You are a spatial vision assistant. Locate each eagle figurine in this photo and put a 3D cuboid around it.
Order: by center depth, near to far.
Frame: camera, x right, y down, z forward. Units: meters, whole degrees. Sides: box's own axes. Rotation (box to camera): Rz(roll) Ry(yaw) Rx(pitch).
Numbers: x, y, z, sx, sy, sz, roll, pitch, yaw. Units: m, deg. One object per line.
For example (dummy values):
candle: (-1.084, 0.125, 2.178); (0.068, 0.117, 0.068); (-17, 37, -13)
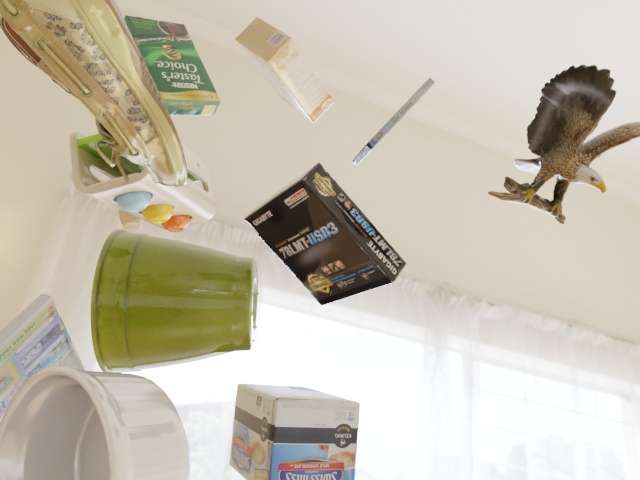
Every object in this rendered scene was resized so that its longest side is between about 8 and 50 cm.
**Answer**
eagle figurine: (0.509, -0.178, 1.080); (0.226, 0.225, 0.298); (-12, -44, -50)

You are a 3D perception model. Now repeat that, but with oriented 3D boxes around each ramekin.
ramekin: (-0.301, 0.306, 0.731); (0.277, 0.277, 0.135); (-10, -15, 34)

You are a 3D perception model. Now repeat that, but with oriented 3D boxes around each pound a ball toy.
pound a ball toy: (-0.317, -0.079, 0.956); (0.208, 0.136, 0.319); (-14, -13, 6)

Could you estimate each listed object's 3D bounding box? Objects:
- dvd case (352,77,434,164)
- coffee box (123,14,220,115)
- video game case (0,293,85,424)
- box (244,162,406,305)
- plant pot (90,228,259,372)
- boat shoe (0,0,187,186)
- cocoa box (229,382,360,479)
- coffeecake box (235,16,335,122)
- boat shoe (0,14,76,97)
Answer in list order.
dvd case: (0.191, -0.315, 1.483); (0.022, 0.253, 0.180); (43, -10, -3)
coffee box: (-0.251, -0.291, 0.922); (0.113, 0.184, 0.040); (-8, -26, -40)
video game case: (-0.466, 0.220, 0.849); (0.023, 0.212, 0.193); (14, -48, 17)
box: (0.000, 0.000, 1.251); (0.293, 0.073, 0.295); (48, -35, -12)
plant pot: (-0.339, 0.159, 1.402); (0.352, 0.367, 0.366); (2, -25, -3)
boat shoe: (-0.213, -0.151, 0.555); (0.089, 0.105, 0.285); (-26, -36, -8)
cocoa box: (-0.078, 0.510, 1.436); (0.231, 0.228, 0.347); (10, -11, -23)
coffeecake box: (-0.070, -0.346, 1.129); (0.142, 0.068, 0.185); (45, 0, 40)
boat shoe: (-0.548, -0.390, 1.222); (0.324, 0.123, 0.116); (37, 3, -29)
